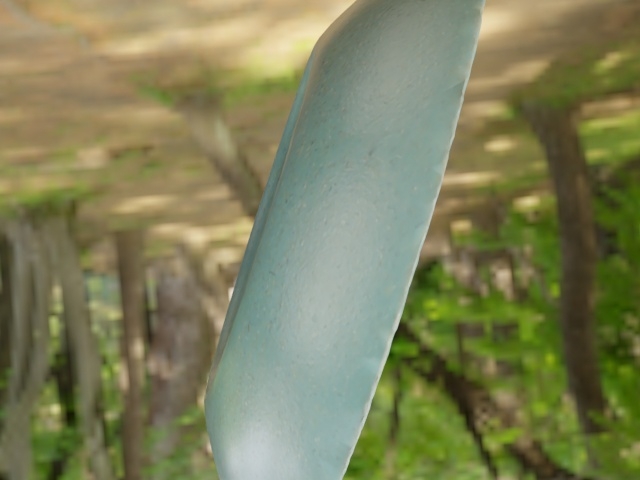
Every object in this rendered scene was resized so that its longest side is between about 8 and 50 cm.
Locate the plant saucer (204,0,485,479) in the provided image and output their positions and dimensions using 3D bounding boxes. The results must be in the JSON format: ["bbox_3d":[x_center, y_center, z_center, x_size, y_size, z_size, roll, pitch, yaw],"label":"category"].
[{"bbox_3d":[0.000,0.000,0.533,0.037,0.195,0.195,17,176,-4],"label":"plant saucer"}]
